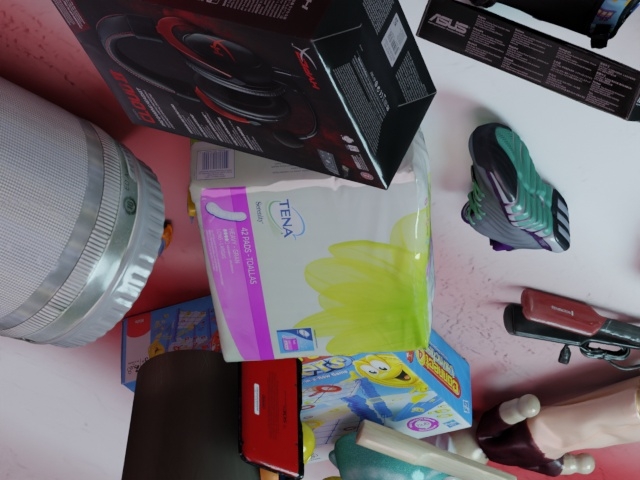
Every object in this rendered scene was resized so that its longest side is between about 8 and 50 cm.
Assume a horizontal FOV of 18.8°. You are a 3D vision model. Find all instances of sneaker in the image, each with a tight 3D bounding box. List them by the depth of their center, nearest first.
[{"bbox_3d":[0.173,-0.040,1.932,0.098,0.083,0.224,-10,149,23],"label":"sneaker"}]

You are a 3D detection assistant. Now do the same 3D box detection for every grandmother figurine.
[{"bbox_3d":[0.278,0.237,2.393,0.342,0.104,0.208,-14,134,26],"label":"grandmother figurine"}]

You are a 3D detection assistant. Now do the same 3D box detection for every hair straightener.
[{"bbox_3d":[0.309,0.108,2.230,0.230,0.047,0.089,10,148,-26],"label":"hair straightener"}]

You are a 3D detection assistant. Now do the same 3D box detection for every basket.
[{"bbox_3d":[-0.137,0.246,2.087,0.154,0.227,0.204,-17,145,25],"label":"basket"}]

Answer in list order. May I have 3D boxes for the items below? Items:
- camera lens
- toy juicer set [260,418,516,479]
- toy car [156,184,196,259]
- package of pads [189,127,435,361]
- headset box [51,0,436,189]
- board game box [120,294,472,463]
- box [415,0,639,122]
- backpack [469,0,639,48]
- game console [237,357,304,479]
[{"bbox_3d":[-0.309,-0.037,1.780,0.219,0.219,0.274,-27,141,36],"label":"camera lens"},{"bbox_3d":[0.052,0.246,2.243,0.209,0.089,0.329,32,146,-24],"label":"toy juicer set"},{"bbox_3d":[-0.169,-0.015,1.997,0.060,0.040,0.122,11,148,-19],"label":"toy car"},{"bbox_3d":[0.000,0.000,1.931,0.229,0.101,0.296,-4,140,4],"label":"package of pads"},{"bbox_3d":[-0.077,-0.171,1.582,0.293,0.110,0.218,16,156,26],"label":"headset box"},{"bbox_3d":[-0.024,0.154,2.243,0.308,0.086,0.302,-16,146,23],"label":"board game box"},{"bbox_3d":[0.192,-0.150,1.619,0.190,0.045,0.184,24,-173,16],"label":"box"},{"bbox_3d":[0.213,-0.253,1.535,0.158,0.117,0.173,16,146,-26],"label":"backpack"},{"bbox_3d":[-0.062,0.199,2.090,0.124,0.144,0.085,24,140,-36],"label":"game console"}]
